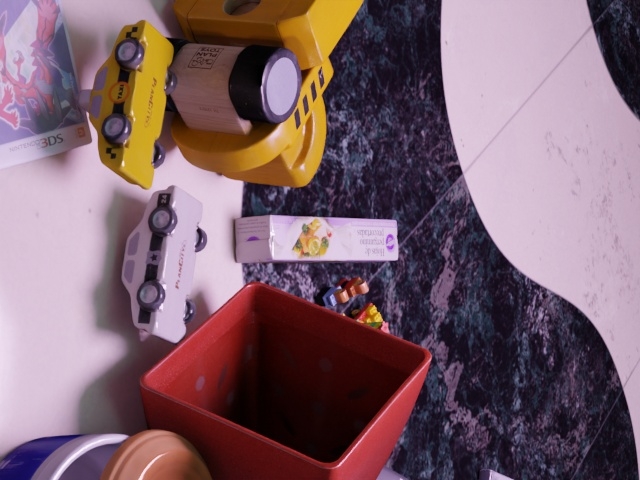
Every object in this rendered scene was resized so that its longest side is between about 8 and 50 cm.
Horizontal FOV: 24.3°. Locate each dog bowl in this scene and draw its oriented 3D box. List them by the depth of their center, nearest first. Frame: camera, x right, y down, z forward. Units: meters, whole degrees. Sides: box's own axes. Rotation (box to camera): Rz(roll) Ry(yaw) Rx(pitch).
[{"bbox_3d":[-0.267,0.348,1.654,0.265,0.104,0.265,10,78,-54],"label":"dog bowl"}]

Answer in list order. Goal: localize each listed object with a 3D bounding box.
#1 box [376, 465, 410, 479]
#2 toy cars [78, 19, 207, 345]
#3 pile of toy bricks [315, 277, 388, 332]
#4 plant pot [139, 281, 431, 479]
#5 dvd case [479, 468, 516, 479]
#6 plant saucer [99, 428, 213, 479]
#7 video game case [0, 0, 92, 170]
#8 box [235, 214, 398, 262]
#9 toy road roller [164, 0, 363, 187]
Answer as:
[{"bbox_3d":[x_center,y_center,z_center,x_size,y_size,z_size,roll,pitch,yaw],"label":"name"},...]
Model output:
[{"bbox_3d":[0.074,0.415,2.067,0.307,0.076,0.242,36,25,-47],"label":"box"},{"bbox_3d":[-0.219,-0.063,1.779,0.176,0.087,0.393,-50,136,-57],"label":"toy cars"},{"bbox_3d":[0.048,0.136,2.134,0.212,0.105,0.118,-49,125,-46],"label":"pile of toy bricks"},{"bbox_3d":[-0.047,0.248,1.843,0.267,0.267,0.235,-42,146,-49],"label":"plant pot"},{"bbox_3d":[0.333,0.507,2.570,0.239,0.029,0.179,30,62,-50],"label":"dvd case"},{"bbox_3d":[-0.176,0.312,1.665,0.200,0.037,0.200,10,78,-55],"label":"plant saucer"},{"bbox_3d":[-0.344,-0.189,1.679,0.183,0.023,0.201,-25,106,-54],"label":"video game case"},{"bbox_3d":[0.000,0.000,2.117,0.324,0.067,0.063,1,86,-56],"label":"box"},{"bbox_3d":[-0.073,-0.219,1.933,0.329,0.202,0.240,-61,146,-32],"label":"toy road roller"}]
